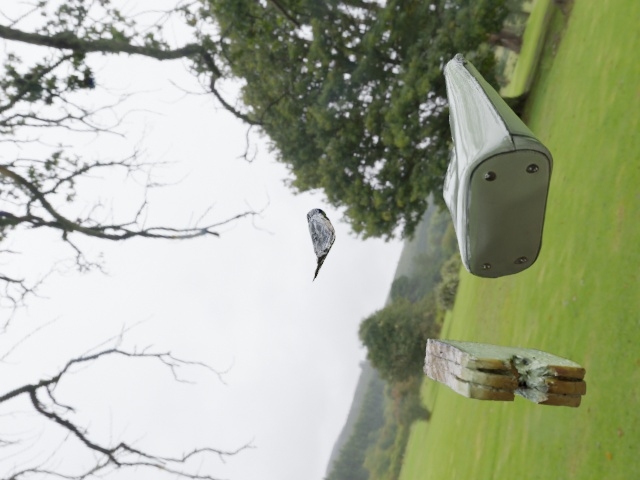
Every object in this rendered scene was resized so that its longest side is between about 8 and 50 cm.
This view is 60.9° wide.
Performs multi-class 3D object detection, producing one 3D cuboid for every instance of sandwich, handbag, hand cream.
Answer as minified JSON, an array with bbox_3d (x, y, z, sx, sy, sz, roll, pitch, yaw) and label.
[{"bbox_3d":[0.387,0.275,1.143,0.249,0.273,0.095,158,119,-81],"label":"sandwich"},{"bbox_3d":[0.203,-0.113,0.760,0.315,0.109,0.241,-103,4,-53],"label":"handbag"},{"bbox_3d":[0.000,0.000,0.867,0.062,0.039,0.163,-59,19,26],"label":"hand cream"}]
